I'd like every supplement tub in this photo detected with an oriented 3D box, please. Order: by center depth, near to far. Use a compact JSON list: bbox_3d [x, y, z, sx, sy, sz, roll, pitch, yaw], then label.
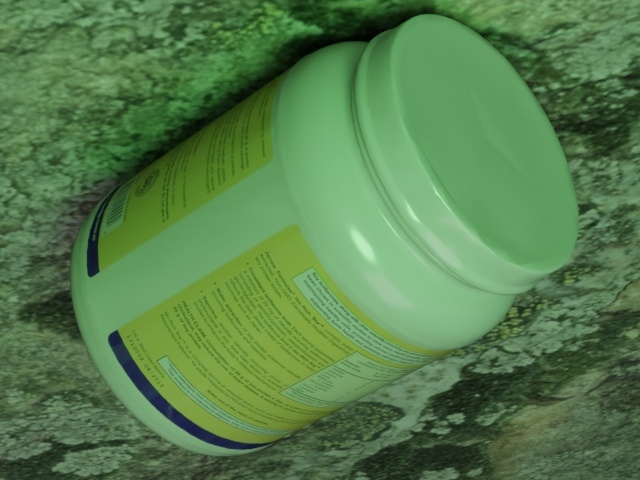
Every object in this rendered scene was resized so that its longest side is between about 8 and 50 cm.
[{"bbox_3d":[0.000,0.000,1.200,0.331,0.241,0.241,-30,145,34],"label":"supplement tub"}]
